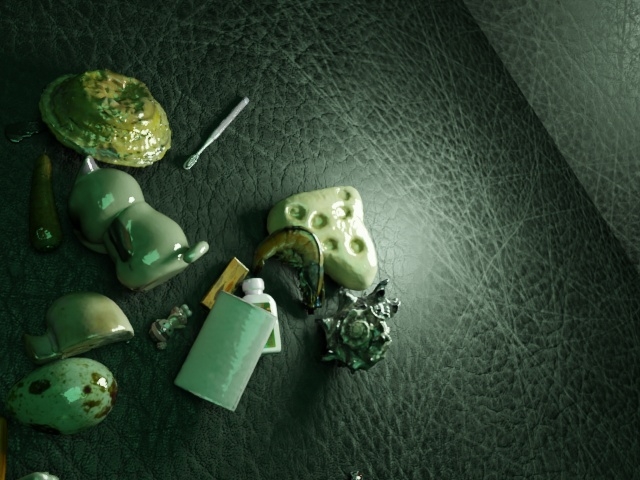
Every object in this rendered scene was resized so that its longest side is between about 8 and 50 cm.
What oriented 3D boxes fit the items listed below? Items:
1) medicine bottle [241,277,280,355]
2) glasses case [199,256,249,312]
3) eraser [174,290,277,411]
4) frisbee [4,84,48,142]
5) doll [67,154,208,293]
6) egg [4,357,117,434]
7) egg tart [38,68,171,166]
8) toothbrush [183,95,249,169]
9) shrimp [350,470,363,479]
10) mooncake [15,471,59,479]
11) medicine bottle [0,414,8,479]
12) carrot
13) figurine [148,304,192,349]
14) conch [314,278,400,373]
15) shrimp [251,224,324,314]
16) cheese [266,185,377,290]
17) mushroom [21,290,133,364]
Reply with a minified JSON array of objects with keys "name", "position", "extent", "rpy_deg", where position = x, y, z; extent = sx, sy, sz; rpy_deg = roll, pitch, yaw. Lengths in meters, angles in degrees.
[{"name":"medicine bottle","position":[-0.183,0.221,1.506],"extent":[0.115,0.078,0.219],"rpy_deg":[-3,75,-19]},{"name":"glasses case","position":[-0.278,0.132,1.510],"extent":[0.064,0.041,0.170],"rpy_deg":[45,56,-22]},{"name":"eraser","position":[-0.247,0.289,1.394],"extent":[0.174,0.095,0.270],"rpy_deg":[25,78,-2]},{"name":"frisbee","position":[-0.725,-0.308,1.434],"extent":[0.187,0.012,0.211],"rpy_deg":[38,58,-14]},{"name":"doll","position":[-0.489,-0.020,1.342],"extent":[0.370,0.215,0.226],"rpy_deg":[41,87,0]},{"name":"egg","position":[-0.581,0.351,1.187],"extent":[0.231,0.169,0.169],"rpy_deg":[1,72,-19]},{"name":"egg tart","position":[-0.562,-0.350,1.422],"extent":[0.351,0.150,0.352],"rpy_deg":[23,43,-23]},{"name":"toothbrush","position":[-0.322,-0.346,1.660],"extent":[0.024,0.029,0.354],"rpy_deg":[47,56,-23]},{"name":"shrimp","position":[0.075,0.733,1.476],"extent":[0.082,0.076,0.174],"rpy_deg":[21,61,3]},{"name":"mooncake","position":[-0.624,0.632,1.056],"extent":[0.254,0.136,0.250],"rpy_deg":[-26,76,-23]},{"name":"medicine bottle","position":[-0.771,0.448,1.078],"extent":[0.222,0.112,0.150],"rpy_deg":[2,72,-28]},{"name":"carrot","position":[-0.709,-0.114,1.347],"extent":[0.078,0.078,0.298],"rpy_deg":[-2,68,-30]},{"name":"figurine","position":[-0.400,0.228,1.405],"extent":[0.129,0.054,0.072],"rpy_deg":[-43,111,-40]},{"name":"conch","position":[0.129,0.257,1.576],"extent":[0.313,0.240,0.186],"rpy_deg":[-45,120,-32]},{"name":"shrimp","position":[-0.093,0.100,1.583],"extent":[0.222,0.054,0.291],"rpy_deg":[-12,105,-2]},{"name":"cheese","position":[0.000,0.000,1.661],"extent":[0.328,0.129,0.351],"rpy_deg":[-4,74,-27]},{"name":"mushroom","position":[-0.571,0.181,1.241],"extent":[0.236,0.173,0.162],"rpy_deg":[-14,73,-37]}]
